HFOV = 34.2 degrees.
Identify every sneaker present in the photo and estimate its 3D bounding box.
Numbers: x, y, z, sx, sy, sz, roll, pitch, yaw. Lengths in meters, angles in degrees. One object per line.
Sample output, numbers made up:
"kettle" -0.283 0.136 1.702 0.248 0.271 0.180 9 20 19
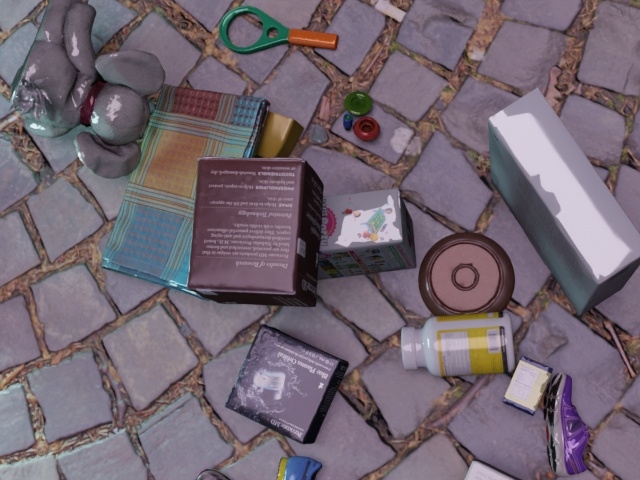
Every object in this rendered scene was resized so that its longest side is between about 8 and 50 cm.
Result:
"sneaker" -0.160 0.465 1.786 0.063 0.075 0.170 -36 75 3
"sneaker" -0.039 0.473 1.766 0.082 0.069 0.209 5 80 8
"sneaker" 0.411 0.303 1.723 0.071 0.068 0.170 -3 87 -5

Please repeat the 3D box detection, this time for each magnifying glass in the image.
"magnifying glass" -0.080 -0.388 1.960 0.231 0.026 0.092 10 81 14

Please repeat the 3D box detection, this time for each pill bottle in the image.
"pill bottle" 0.232 0.176 1.751 0.184 0.103 0.103 -5 79 10

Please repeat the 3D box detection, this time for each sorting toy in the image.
"sorting toy" 0.070 -0.218 1.893 0.061 0.042 0.102 -13 65 -7

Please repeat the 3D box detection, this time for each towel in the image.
"towel" -0.249 -0.097 1.883 0.271 0.040 0.370 13 83 34

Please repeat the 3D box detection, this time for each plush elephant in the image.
"plush elephant" -0.414 -0.271 1.890 0.255 0.330 0.272 23 117 -21

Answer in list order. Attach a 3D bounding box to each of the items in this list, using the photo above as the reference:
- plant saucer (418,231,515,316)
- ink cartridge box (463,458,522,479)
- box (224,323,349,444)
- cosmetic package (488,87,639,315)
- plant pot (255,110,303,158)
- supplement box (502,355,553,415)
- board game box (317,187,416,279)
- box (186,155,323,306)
"plant saucer" 0.252 0.066 1.807 0.168 0.029 0.168 -2 79 10
"ink cartridge box" 0.279 0.518 1.672 0.197 0.114 0.273 24 86 13
"box" -0.057 0.249 1.799 0.156 0.093 0.158 23 86 14
"cosmetic package" 0.374 -0.046 1.623 0.097 0.377 0.284 -34 76 2
"plant pot" -0.089 -0.187 1.895 0.081 0.081 0.083 20 89 14
"supplement box" 0.344 0.242 1.727 0.056 0.083 0.083 23 85 14
"board game box" 0.000 0.000 1.768 0.303 0.224 0.098 -6 76 9
"box" -0.094 -0.010 1.584 0.167 0.168 0.203 2 81 10
